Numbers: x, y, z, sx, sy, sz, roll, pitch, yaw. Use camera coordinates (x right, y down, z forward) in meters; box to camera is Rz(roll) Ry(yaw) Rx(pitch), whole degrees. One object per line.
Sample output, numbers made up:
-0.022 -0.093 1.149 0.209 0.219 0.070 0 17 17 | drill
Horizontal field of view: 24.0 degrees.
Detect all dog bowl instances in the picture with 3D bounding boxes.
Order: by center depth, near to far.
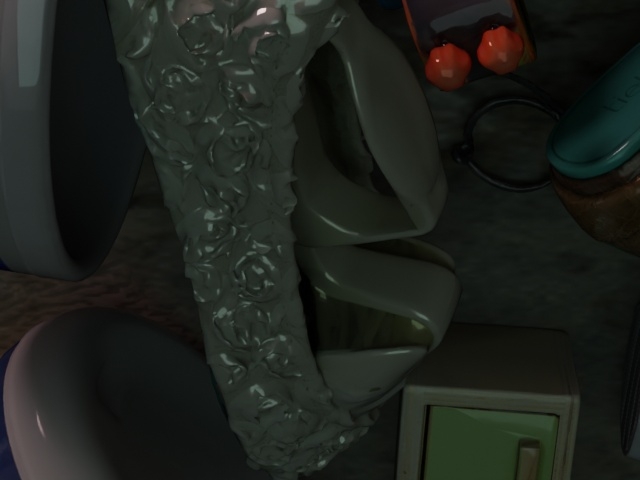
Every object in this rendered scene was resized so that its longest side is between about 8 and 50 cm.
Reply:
-0.145 -0.118 0.719 0.104 0.265 0.265 8 114 3 | dog bowl

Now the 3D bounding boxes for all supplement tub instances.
-0.185 0.217 0.881 0.325 0.235 0.235 -39 106 18 | supplement tub

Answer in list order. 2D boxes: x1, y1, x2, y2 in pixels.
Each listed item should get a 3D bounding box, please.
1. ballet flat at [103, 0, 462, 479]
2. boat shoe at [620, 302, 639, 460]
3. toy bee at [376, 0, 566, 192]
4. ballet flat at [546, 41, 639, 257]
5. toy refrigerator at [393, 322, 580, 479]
0.000 0.000 0.748 0.147 0.147 0.409 -8 139 7 | ballet flat
0.229 0.029 0.854 0.076 0.083 0.226 10 113 1 | boat shoe
0.075 -0.147 0.747 0.195 0.162 0.298 -39 104 18 | toy bee
0.262 -0.117 0.760 0.342 0.116 0.124 -49 119 -1 | ballet flat
0.093 0.192 0.928 0.102 0.094 0.269 4 113 2 | toy refrigerator
